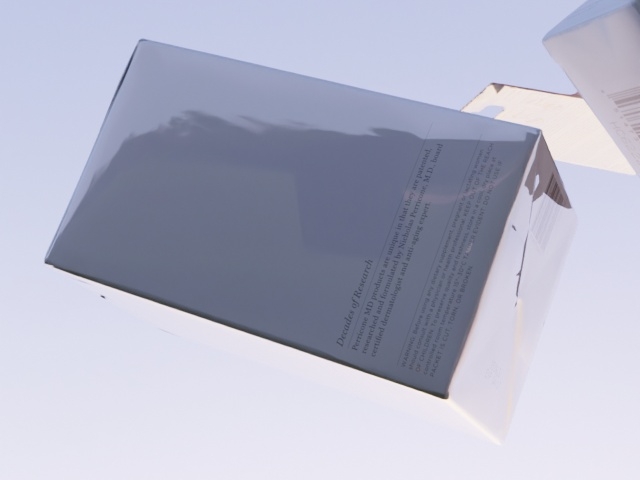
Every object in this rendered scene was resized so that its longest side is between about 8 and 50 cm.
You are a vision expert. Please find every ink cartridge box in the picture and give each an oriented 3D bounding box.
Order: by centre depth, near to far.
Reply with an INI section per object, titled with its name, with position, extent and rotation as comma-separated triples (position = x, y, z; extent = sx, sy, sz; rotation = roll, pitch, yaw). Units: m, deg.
[ink cartridge box]
position = 0.246, -0.127, 1.179
extent = 0.232, 0.066, 0.189
rotation = 13, -14, -10

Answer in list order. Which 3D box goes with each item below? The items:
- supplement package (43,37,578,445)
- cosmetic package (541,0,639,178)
[supplement package]
position = 0.000, 0.000, 0.828
extent = 0.293, 0.175, 0.177
rotation = 16, -12, 23
[cosmetic package]
position = 0.435, -0.220, 1.009
extent = 0.453, 0.161, 0.230
rotation = -38, -81, -13
